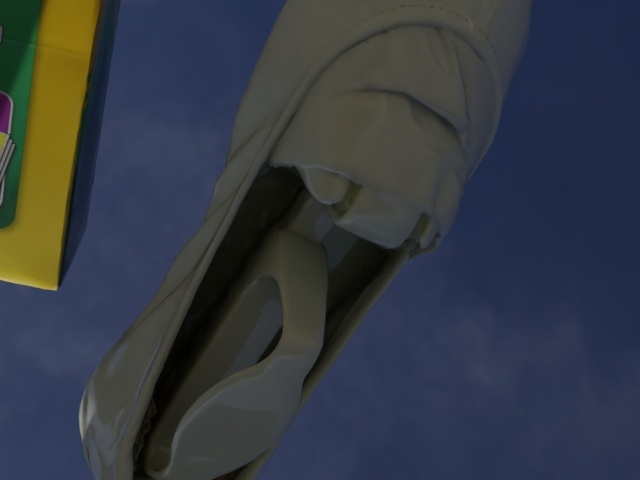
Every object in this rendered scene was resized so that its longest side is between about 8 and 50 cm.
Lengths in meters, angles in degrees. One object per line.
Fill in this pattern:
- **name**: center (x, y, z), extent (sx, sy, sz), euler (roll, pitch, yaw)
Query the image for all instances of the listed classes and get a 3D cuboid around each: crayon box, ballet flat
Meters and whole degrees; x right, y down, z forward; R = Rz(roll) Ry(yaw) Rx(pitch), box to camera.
- **crayon box**: center (-0.339, -0.151, 1.173), extent (0.363, 0.313, 0.106), euler (14, -147, -2)
- **ballet flat**: center (0.000, 0.000, 0.814), extent (0.400, 0.139, 0.139), euler (-57, -133, 20)
